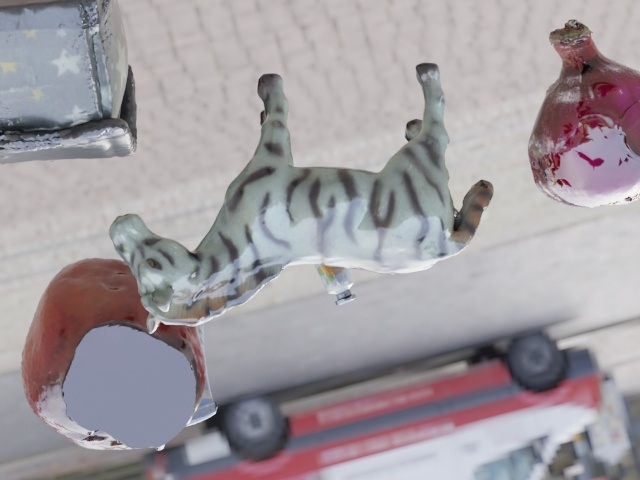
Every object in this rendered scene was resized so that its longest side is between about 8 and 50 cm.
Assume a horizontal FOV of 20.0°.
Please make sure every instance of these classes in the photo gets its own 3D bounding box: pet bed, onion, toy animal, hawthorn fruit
[{"bbox_3d":[-0.253,-0.122,1.399,0.211,0.159,0.183,-8,-157,-2],"label":"pet bed"},{"bbox_3d":[0.293,-0.129,1.861,0.173,0.198,0.135,-25,-163,-25],"label":"onion"},{"bbox_3d":[-0.016,-0.035,1.223,0.255,0.170,0.090,-16,148,-3],"label":"toy animal"},{"bbox_3d":[-0.207,0.097,1.812,0.189,0.251,0.189,-4,135,-4],"label":"hawthorn fruit"}]

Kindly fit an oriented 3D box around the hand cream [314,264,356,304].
[{"bbox_3d":[0.000,0.000,1.377,0.035,0.102,0.022,-22,180,-3],"label":"hand cream"}]

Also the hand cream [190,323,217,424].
[{"bbox_3d":[-0.157,0.141,2.055,0.088,0.055,0.256,-16,-152,5],"label":"hand cream"}]
